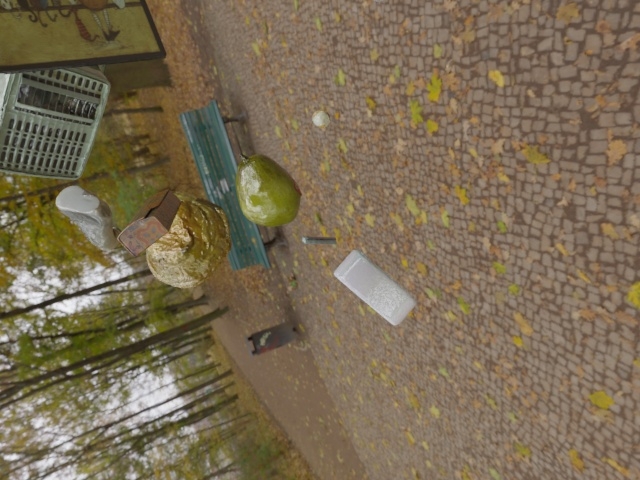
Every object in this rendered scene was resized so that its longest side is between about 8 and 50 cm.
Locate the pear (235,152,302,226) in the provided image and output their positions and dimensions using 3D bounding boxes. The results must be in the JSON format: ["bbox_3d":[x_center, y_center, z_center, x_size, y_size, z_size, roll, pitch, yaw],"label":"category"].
[{"bbox_3d":[-0.250,-0.231,1.877,0.375,0.287,0.287,57,164,-20],"label":"pear"}]

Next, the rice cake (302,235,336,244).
[{"bbox_3d":[0.000,-0.001,1.937,0.033,0.208,0.033,37,115,41],"label":"rice cake"}]

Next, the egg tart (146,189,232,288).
[{"bbox_3d":[-0.472,-0.015,1.434,0.153,0.340,0.351,50,-139,-71],"label":"egg tart"}]

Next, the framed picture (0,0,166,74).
[{"bbox_3d":[-0.426,-0.427,0.657,0.014,0.255,0.338,-27,84,61],"label":"framed picture"}]

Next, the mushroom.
[{"bbox_3d":[-0.745,-0.057,1.391,0.159,0.122,0.328,48,157,16],"label":"mushroom"}]

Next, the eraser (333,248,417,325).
[{"bbox_3d":[0.202,0.172,1.721,0.331,0.150,0.331,43,180,0],"label":"eraser"}]

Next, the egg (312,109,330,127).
[{"bbox_3d":[0.001,-0.509,1.750,0.083,0.071,0.071,39,144,50],"label":"egg"}]

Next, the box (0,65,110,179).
[{"bbox_3d":[-0.597,-0.282,0.896,0.166,0.221,0.290,42,113,28],"label":"box"}]

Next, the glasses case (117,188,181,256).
[{"bbox_3d":[-0.322,-0.044,0.804,0.049,0.075,0.218,51,-178,-22],"label":"glasses case"}]
